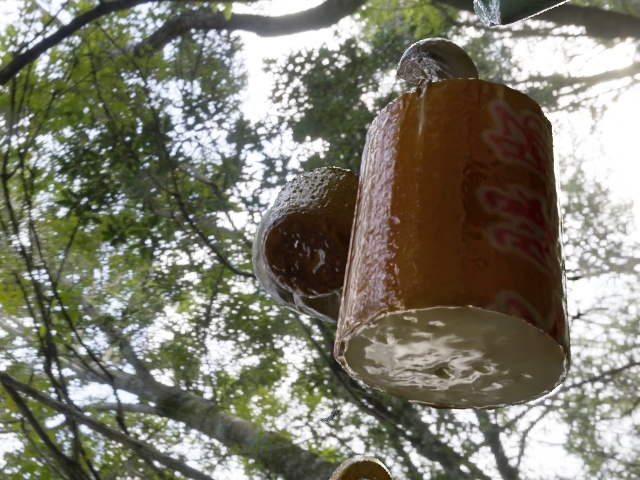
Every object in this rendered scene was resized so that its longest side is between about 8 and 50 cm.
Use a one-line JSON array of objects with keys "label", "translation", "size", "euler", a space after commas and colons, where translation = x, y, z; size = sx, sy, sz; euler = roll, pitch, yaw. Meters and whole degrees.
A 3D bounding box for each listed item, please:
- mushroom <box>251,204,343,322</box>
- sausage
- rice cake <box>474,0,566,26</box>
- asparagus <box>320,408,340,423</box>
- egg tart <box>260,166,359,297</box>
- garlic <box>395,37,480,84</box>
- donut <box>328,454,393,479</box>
[{"label": "mushroom", "translation": [0.016, 0.041, 1.388], "size": [0.297, 0.290, 0.298], "euler": [-7, -62, -12]}, {"label": "sausage", "translation": [0.146, 0.008, 0.735], "size": [0.233, 0.233, 0.287], "euler": [33, -128, -32]}, {"label": "rice cake", "translation": [0.234, -0.234, 0.551], "size": [0.080, 0.221, 0.042], "euler": [-79, -35, -67]}, {"label": "asparagus", "translation": [0.019, 0.362, 1.396], "size": [0.016, 0.163, 0.016], "euler": [14, -113, -4]}, {"label": "egg tart", "translation": [0.000, 0.000, 1.078], "size": [0.203, 0.202, 0.147], "euler": [61, -154, -17]}, {"label": "garlic", "translation": [0.251, -0.366, 1.417], "size": [0.087, 0.195, 0.101], "euler": [-37, -38, -47]}, {"label": "donut", "translation": [0.085, 0.525, 1.415], "size": [0.151, 0.058, 0.152], "euler": [2, -108, -6]}]
